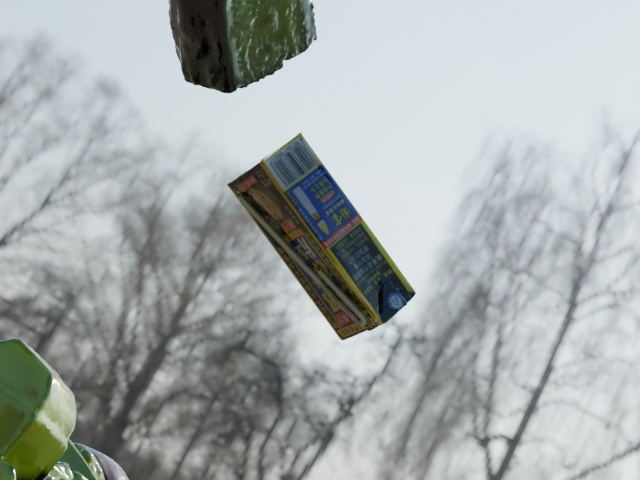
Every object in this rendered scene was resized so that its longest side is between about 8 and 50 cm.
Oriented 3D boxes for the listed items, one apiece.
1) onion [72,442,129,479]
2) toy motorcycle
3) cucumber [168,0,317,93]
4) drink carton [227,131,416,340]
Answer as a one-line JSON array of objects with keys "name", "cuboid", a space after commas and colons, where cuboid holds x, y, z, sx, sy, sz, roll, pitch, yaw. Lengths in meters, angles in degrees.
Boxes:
[{"name": "onion", "cuboid": [-0.214, 0.226, 1.152, 0.131, 0.131, 0.131, 26, -14, 7]}, {"name": "toy motorcycle", "cuboid": [-0.187, 0.139, 0.771, 0.206, 0.142, 0.342, 27, -15, -1]}, {"name": "cucumber", "cuboid": [-0.050, -0.177, 0.670, 0.062, 0.078, 0.211, 28, -40, 34]}, {"name": "drink carton", "cuboid": [0.000, 0.000, 1.158, 0.166, 0.056, 0.071, 54, -30, -4]}]
